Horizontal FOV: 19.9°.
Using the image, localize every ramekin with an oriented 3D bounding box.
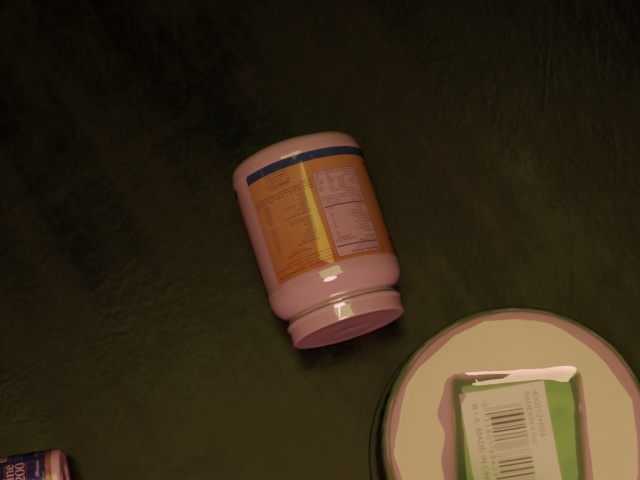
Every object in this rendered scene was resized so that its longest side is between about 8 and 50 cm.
[{"bbox_3d":[0.198,0.211,1.855,0.303,0.148,0.303,-1,77,3],"label":"ramekin"}]

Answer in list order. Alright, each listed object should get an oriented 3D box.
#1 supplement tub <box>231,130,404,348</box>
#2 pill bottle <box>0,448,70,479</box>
[{"bbox_3d":[0.000,0.000,1.917,0.144,0.144,0.200,-18,77,-1],"label":"supplement tub"},{"bbox_3d":[-0.326,0.259,1.915,0.120,0.067,0.067,-9,77,1],"label":"pill bottle"}]
